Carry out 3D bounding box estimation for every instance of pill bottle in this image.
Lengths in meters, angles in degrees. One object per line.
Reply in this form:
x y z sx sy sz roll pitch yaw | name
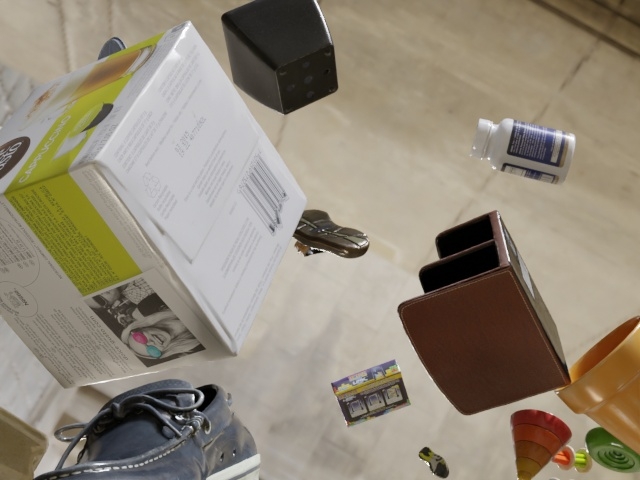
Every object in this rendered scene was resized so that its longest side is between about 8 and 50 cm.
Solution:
0.351 -0.160 1.957 0.094 0.169 0.094 14 90 -86 | pill bottle

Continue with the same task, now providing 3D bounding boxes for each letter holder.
0.268 0.135 1.916 0.214 0.302 0.152 -22 -144 15 | letter holder

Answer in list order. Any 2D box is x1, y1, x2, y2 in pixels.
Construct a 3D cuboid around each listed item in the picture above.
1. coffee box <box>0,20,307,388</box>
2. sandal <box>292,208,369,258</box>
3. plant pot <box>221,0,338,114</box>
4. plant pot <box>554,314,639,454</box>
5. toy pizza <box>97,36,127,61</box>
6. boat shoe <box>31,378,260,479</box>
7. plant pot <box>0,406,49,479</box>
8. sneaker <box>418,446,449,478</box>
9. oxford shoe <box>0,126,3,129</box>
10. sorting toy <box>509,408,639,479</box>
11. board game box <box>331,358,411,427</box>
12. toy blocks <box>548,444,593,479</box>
-0.278 -0.042 1.595 0.334 0.338 0.337 -15 -147 32 | coffee box
0.000 0.000 1.756 0.090 0.219 0.060 -17 115 -34 | sandal
-0.062 -0.359 2.176 0.187 0.167 0.188 -26 143 -14 | plant pot
0.546 0.266 1.949 0.205 0.188 0.205 -41 175 -5 | plant pot
-0.342 -0.242 1.895 0.201 0.032 0.201 3 -87 61 | toy pizza
-0.200 0.242 1.247 0.187 0.156 0.500 -18 173 13 | boat shoe
-0.582 0.326 1.644 0.334 0.305 0.334 -59 -168 21 | plant pot
0.199 0.378 1.892 0.031 0.035 0.083 -48 -150 2 | sneaker
-0.599 -0.153 1.942 0.146 0.397 0.140 -55 -166 -14 | oxford shoe
0.504 0.416 2.033 0.126 0.365 0.127 -61 149 -34 | sorting toy
0.124 0.375 2.743 0.048 0.170 0.141 -111 -178 -47 | board game box
0.489 0.475 2.276 0.054 0.148 0.123 -33 -127 47 | toy blocks
